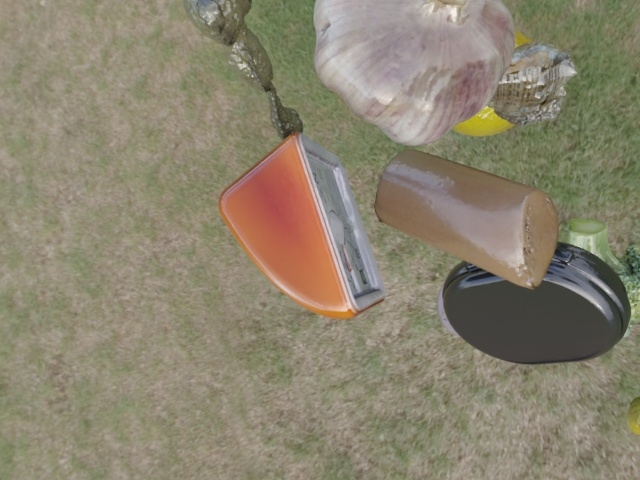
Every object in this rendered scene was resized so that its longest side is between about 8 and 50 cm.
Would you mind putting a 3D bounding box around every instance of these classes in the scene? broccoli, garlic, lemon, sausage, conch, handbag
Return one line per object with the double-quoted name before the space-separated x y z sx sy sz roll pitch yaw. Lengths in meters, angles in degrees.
"broccoli" 0.561 0.103 1.229 0.235 0.288 0.260 41 142 25
"garlic" 0.126 -0.251 0.651 0.245 0.253 0.245 4 78 -19
"lemon" 0.409 -0.394 1.475 0.293 0.293 0.293 -2 84 19
"sausage" 0.195 -0.037 0.795 0.253 0.123 0.123 28 95 45
"conch" 0.368 -0.292 1.095 0.245 0.178 0.163 -14 78 -19
"handbag" 0.353 0.104 1.005 0.308 0.093 0.254 -18 119 47

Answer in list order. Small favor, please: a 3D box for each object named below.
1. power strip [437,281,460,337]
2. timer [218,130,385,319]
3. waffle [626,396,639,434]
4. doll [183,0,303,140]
"power strip" 0.360 0.156 1.435 0.154 0.078 0.154 3 94 55
"timer" 0.000 0.000 0.882 0.161 0.257 0.250 -35 81 12
"waffle" 0.370 0.071 0.338 0.261 0.151 0.324 -48 29 -13
"doll" -0.097 -0.253 0.848 0.091 0.202 0.286 -20 117 11
